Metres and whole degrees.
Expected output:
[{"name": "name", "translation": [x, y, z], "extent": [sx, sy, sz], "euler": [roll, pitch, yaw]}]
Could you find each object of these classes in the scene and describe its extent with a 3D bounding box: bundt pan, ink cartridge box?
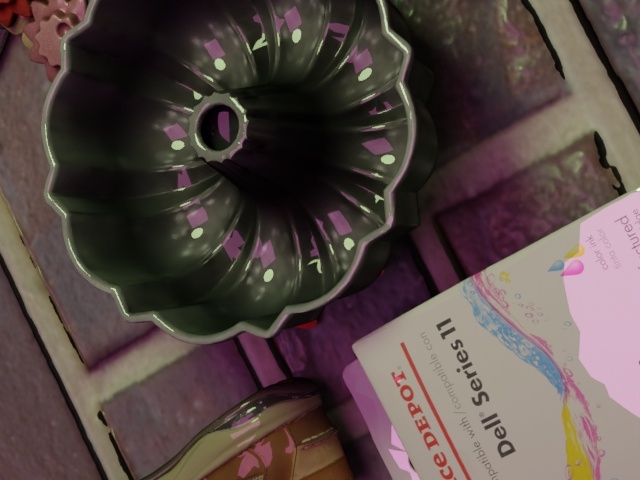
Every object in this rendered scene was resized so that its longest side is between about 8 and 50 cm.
[{"name": "bundt pan", "translation": [-0.048, -0.081, 1.451], "extent": [0.331, 0.124, 0.331], "euler": [-3, 84, 28]}, {"name": "ink cartridge box", "translation": [0.170, 0.114, 1.381], "extent": [0.353, 0.119, 0.207], "euler": [-31, 82, 26]}]

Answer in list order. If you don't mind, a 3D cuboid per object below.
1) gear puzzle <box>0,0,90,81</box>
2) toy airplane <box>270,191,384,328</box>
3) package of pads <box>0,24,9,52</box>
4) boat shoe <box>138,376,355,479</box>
[{"name": "gear puzzle", "translation": [-0.285, -0.282, 1.562], "extent": [0.339, 0.044, 0.175], "euler": [41, 120, 4]}, {"name": "toy airplane", "translation": [0.000, 0.000, 1.506], "extent": [0.151, 0.028, 0.151], "euler": [2, 95, 27]}, {"name": "package of pads", "translation": [-0.310, -0.162, 1.643], "extent": [0.050, 0.032, 0.083], "euler": [32, 109, 17]}, {"name": "boat shoe", "translation": [-0.107, 0.240, 1.536], "extent": [0.324, 0.122, 0.120], "euler": [-38, 82, 26]}]
